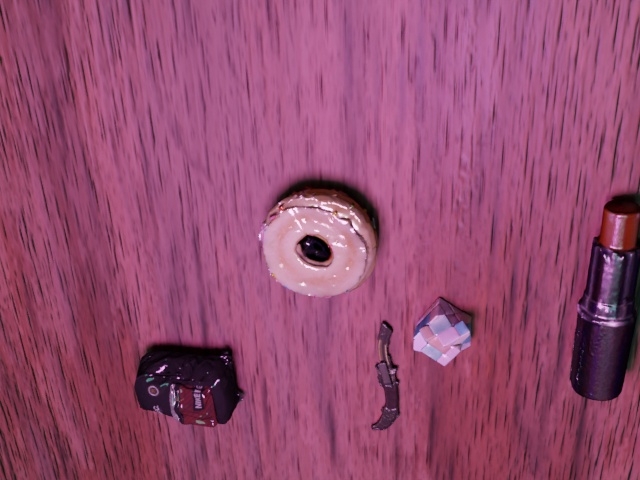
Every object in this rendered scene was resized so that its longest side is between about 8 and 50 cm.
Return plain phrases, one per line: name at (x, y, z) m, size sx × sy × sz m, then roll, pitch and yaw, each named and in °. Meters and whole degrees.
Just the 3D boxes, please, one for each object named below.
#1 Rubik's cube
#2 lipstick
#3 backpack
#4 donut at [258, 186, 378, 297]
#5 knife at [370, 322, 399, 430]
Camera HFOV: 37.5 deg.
Rubik's cube at (0.181, 0.138, 1.368) m, size 0.084 × 0.073 × 0.075 m, roll 19°, pitch 125°, yaw 4°
lipstick at (0.390, 0.084, 1.277) m, size 0.081 × 0.081 × 0.299 m, roll 4°, pitch 120°, yaw 12°
backpack at (-0.217, 0.238, 1.513) m, size 0.165 × 0.105 × 0.120 m, roll -2°, pitch 126°, yaw 12°
donut at (0.000, 0.000, 1.330) m, size 0.175 × 0.068 × 0.174 m, roll 7°, pitch 121°, yaw 12°
knife at (0.105, 0.220, 1.471) m, size 0.046 × 0.021 × 0.222 m, roll 9°, pitch 125°, yaw 12°
